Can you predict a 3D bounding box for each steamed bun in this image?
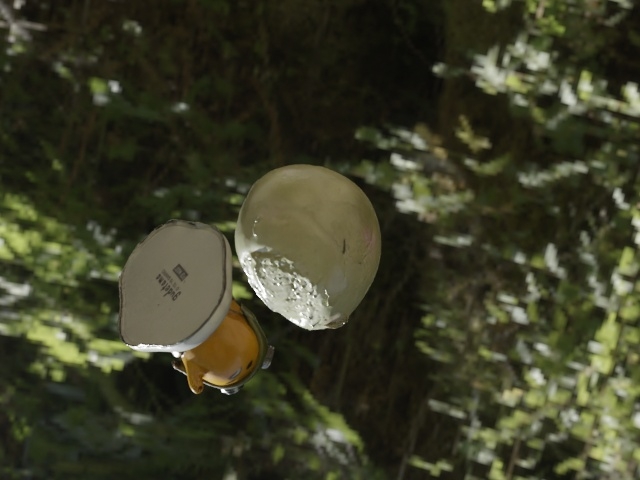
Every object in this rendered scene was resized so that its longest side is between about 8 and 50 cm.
[{"bbox_3d":[0.000,0.000,1.037,0.091,0.130,0.112,-12,-148,34],"label":"steamed bun"}]

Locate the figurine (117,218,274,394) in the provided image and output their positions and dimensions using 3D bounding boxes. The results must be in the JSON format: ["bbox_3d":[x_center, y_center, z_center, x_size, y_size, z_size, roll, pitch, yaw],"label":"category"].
[{"bbox_3d":[-0.132,0.083,1.560,0.141,0.166,0.250,41,-169,-31],"label":"figurine"}]
